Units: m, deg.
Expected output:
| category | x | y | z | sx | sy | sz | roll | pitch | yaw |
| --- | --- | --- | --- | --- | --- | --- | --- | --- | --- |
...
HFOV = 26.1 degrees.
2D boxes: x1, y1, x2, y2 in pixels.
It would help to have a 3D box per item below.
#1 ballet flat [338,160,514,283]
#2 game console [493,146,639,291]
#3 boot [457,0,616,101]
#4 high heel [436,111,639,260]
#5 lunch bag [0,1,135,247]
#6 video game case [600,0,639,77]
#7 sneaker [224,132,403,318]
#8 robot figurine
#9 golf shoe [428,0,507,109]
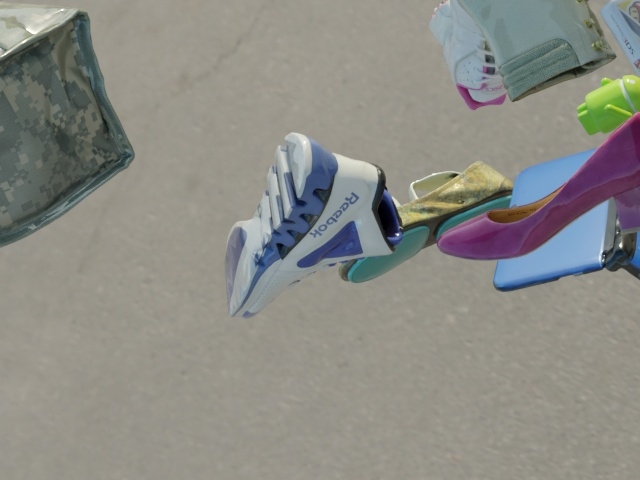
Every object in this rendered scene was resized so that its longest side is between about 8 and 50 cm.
| category | x | y | z | sx | sy | sz | roll | pitch | yaw |
| --- | --- | --- | --- | --- | --- | --- | --- | --- | --- |
| ballet flat | 0.152 | -0.037 | 2.181 | 0.123 | 0.348 | 0.123 | 44 | 147 | 40 |
| game console | 0.398 | 0.000 | 1.864 | 0.173 | 0.250 | 0.293 | -49 | 12 | 38 |
| boot | 0.231 | -0.236 | 1.241 | 0.213 | 0.077 | 0.165 | -28 | 80 | 8 |
| high heel | 0.224 | -0.051 | 1.389 | 0.244 | 0.117 | 0.082 | -10 | 18 | 25 |
| lunch bag | -0.337 | -0.070 | 1.068 | 0.235 | 0.169 | 0.287 | 13 | 41 | 39 |
| video game case | 0.380 | -0.155 | 1.204 | 0.206 | 0.227 | 0.026 | 60 | 153 | 7 |
| sneaker | 0.000 | -0.001 | 1.744 | 0.315 | 0.182 | 0.127 | 124 | 148 | -48 |
| robot figurine | 0.443 | -0.203 | 2.061 | 0.115 | 0.067 | 0.101 | -27 | 24 | 22 |
| golf shoe | 0.197 | -0.236 | 1.545 | 0.115 | 0.306 | 0.140 | -12 | 83 | -1 |
